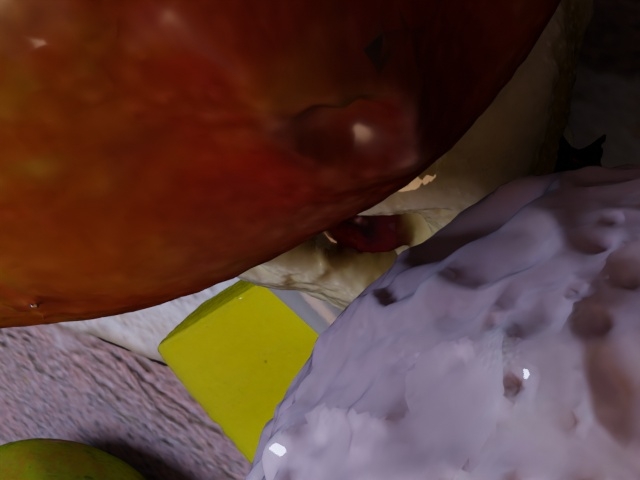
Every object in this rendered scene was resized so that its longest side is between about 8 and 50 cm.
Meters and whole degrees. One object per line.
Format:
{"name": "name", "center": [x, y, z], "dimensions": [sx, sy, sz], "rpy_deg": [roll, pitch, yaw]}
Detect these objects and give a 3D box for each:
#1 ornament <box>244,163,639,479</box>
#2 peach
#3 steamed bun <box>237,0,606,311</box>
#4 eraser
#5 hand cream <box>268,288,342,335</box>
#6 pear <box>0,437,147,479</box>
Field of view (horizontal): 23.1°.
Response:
{"name": "ornament", "center": [0.108, 0.101, 0.442], "dimensions": [0.259, 0.225, 0.259], "rpy_deg": [29, 140, 28]}
{"name": "peach", "center": [-0.085, -0.145, 0.452], "dimensions": [0.373, 0.372, 0.290], "rpy_deg": [8, 147, 38]}
{"name": "steamed bun", "center": [0.040, -0.028, 0.596], "dimensions": [0.172, 0.140, 0.155], "rpy_deg": [-2, 143, 38]}
{"name": "eraser", "center": [-0.013, 0.061, 0.788], "dimensions": [0.097, 0.045, 0.122], "rpy_deg": [52, 141, -5]}
{"name": "hand cream", "center": [0.000, 0.000, 0.708], "dimensions": [0.186, 0.087, 0.054], "rpy_deg": [37, 176, 17]}
{"name": "pear", "center": [-0.167, 0.212, 0.944], "dimensions": [0.187, 0.187, 0.220], "rpy_deg": [54, 156, -9]}
